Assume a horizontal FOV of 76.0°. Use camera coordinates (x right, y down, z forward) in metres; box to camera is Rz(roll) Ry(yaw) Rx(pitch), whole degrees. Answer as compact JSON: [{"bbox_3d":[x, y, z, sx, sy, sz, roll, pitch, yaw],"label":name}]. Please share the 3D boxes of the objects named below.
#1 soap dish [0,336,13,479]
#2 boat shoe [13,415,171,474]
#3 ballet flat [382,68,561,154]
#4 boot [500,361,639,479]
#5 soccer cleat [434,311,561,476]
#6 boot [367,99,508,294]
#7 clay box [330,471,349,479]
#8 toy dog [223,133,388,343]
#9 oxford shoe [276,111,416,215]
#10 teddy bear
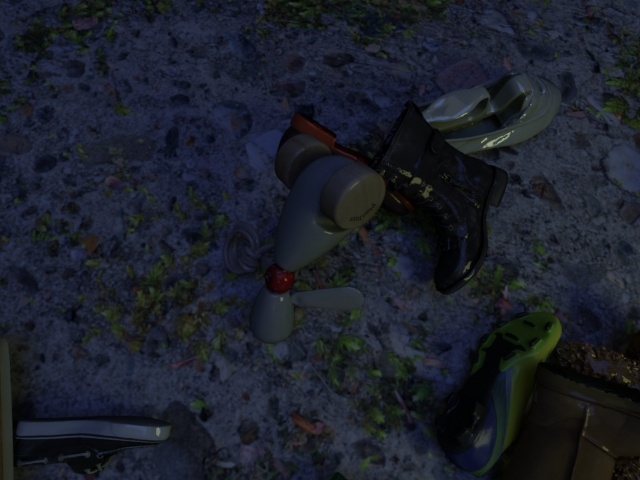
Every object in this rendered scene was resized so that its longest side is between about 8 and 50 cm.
[{"bbox_3d":[-0.536,0.274,0.529,0.229,0.118,0.290,-15,76,6],"label":"soap dish"},{"bbox_3d":[-0.324,0.291,0.586,0.220,0.078,0.070,-2,72,4],"label":"boat shoe"},{"bbox_3d":[0.308,-0.240,0.760,0.401,0.139,0.139,-21,76,-10],"label":"ballet flat"},{"bbox_3d":[0.371,0.326,0.542,0.236,0.089,0.269,15,95,33],"label":"boot"},{"bbox_3d":[0.292,0.235,0.651,0.289,0.093,0.121,-44,111,-19],"label":"soccer cleat"},{"bbox_3d":[0.172,-0.066,0.673,0.229,0.091,0.262,24,81,-16],"label":"boot"},{"bbox_3d":[0.050,0.410,0.517,0.222,0.053,0.127,20,64,47],"label":"clay box"},{"bbox_3d":[0.000,0.000,0.620,0.161,0.333,0.220,-1,55,-39],"label":"toy dog"},{"bbox_3d":[0.047,-0.116,0.740,0.271,0.097,0.098,35,108,0],"label":"oxford shoe"},{"bbox_3d":[0.469,0.268,0.641,0.245,0.113,0.337,23,80,10],"label":"teddy bear"}]
